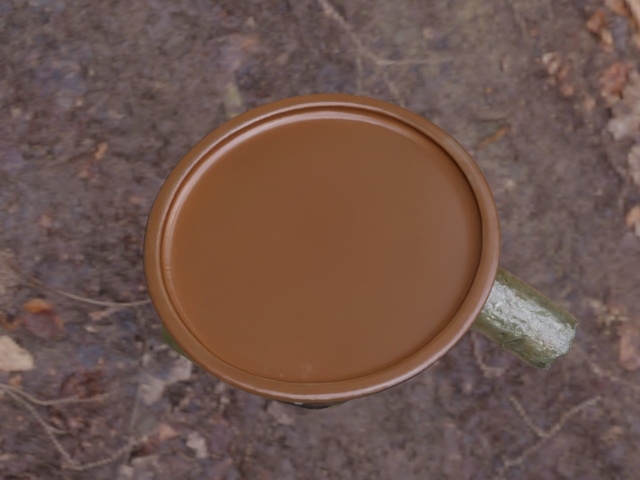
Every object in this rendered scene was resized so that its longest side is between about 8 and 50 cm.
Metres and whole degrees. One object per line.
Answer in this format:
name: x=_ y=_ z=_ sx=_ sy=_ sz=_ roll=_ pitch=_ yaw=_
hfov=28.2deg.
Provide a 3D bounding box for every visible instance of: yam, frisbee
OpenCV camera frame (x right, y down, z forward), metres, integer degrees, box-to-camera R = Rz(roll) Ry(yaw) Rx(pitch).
yam: x=0.199 y=0.068 z=1.557 sx=0.259 sy=0.093 sz=0.093 roll=33 pitch=70 yaw=-9
frisbee: x=0.000 y=0.000 z=0.891 sx=0.251 sy=0.251 sz=0.021 roll=-52 pitch=158 yaw=-24

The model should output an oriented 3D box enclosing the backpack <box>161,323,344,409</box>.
backpack: x=-0.048 y=0.066 z=1.371 sx=0.253 sy=0.140 sz=0.207 roll=18 pitch=59 yaw=-29
